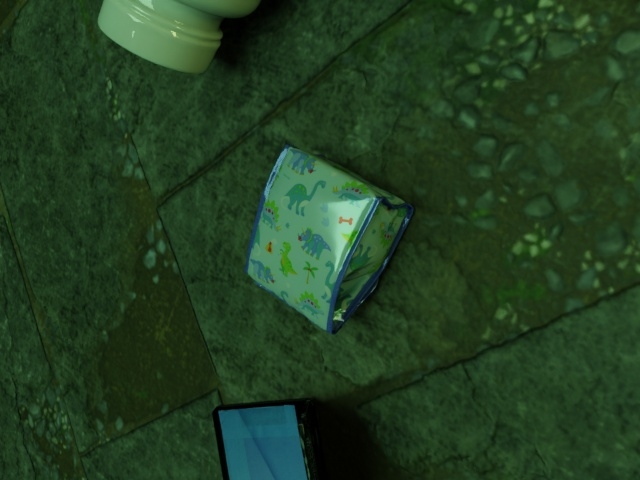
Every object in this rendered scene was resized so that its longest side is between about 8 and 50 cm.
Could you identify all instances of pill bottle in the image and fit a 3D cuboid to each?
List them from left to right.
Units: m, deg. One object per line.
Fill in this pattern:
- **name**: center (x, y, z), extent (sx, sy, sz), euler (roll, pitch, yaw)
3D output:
- **pill bottle**: center (-0.115, -0.345, 0.745), extent (0.176, 0.176, 0.318), euler (42, 116, 28)

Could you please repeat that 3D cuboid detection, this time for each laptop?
- **laptop**: center (-0.052, 0.296, 0.755), extent (0.137, 0.264, 0.234), euler (-11, 85, 0)

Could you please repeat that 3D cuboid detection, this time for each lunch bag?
- **lunch bag**: center (0.000, 0.000, 0.727), extent (0.129, 0.096, 0.151), euler (32, 101, 31)
